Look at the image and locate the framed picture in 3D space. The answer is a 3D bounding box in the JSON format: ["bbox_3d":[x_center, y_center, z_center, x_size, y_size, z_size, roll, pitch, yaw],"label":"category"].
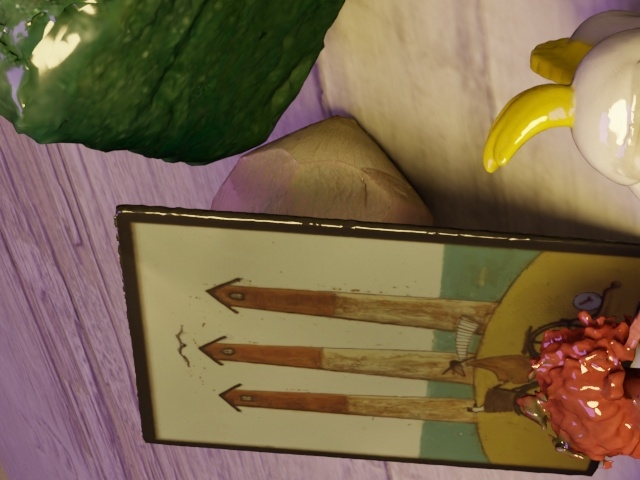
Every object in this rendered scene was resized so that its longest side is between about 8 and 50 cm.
[{"bbox_3d":[0.037,0.072,0.878,0.244,0.323,0.013,92,-178,-48],"label":"framed picture"}]

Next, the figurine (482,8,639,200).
[{"bbox_3d":[0.154,-0.074,0.629,0.129,0.178,0.109,3,113,22],"label":"figurine"}]

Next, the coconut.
[{"bbox_3d":[0.000,0.000,0.960,0.171,0.170,0.183,6,83,58],"label":"coconut"}]

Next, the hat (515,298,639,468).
[{"bbox_3d":[0.238,0.078,0.677,0.286,0.107,0.237,1,123,34],"label":"hat"}]

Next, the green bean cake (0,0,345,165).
[{"bbox_3d":[-0.081,-0.205,0.778,0.169,0.300,0.308,33,-171,17],"label":"green bean cake"}]
